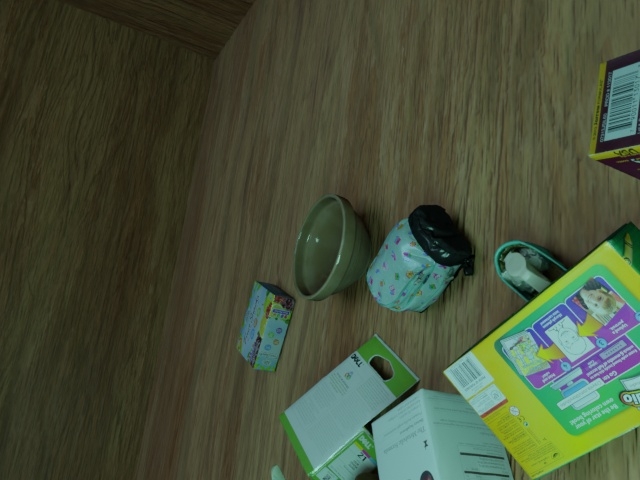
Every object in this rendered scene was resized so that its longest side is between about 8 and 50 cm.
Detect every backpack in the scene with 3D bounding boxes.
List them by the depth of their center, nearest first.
[{"bbox_3d":[0.165,0.041,1.040,0.182,0.115,0.152,-61,31,34],"label":"backpack"}]

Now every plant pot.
[{"bbox_3d":[0.037,0.024,1.322,0.237,0.110,0.237,-40,42,50],"label":"plant pot"}]

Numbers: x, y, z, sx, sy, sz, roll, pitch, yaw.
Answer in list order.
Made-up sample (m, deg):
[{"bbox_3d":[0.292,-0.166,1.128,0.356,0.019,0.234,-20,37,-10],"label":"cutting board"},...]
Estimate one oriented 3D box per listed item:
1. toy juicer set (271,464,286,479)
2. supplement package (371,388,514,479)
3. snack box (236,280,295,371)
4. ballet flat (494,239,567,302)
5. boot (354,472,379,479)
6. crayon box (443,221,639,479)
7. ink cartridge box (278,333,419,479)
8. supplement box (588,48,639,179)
[{"bbox_3d":[-0.018,0.590,1.089,0.089,0.209,0.329,-26,25,12],"label":"toy juicer set"},{"bbox_3d":[0.175,0.351,0.821,0.139,0.134,0.244,-51,34,41],"label":"supplement package"},{"bbox_3d":[-0.155,0.233,1.654,0.174,0.070,0.207,25,98,65],"label":"snack box"},{"bbox_3d":[0.302,0.071,0.768,0.083,0.087,0.247,-67,26,17],"label":"ballet flat"},{"bbox_3d":[0.095,0.540,0.930,0.283,0.109,0.220,40,121,51],"label":"boot"},{"bbox_3d":[0.290,0.133,0.672,0.165,0.081,0.278,51,131,15],"label":"crayon box"},{"bbox_3d":[0.068,0.326,1.128,0.255,0.097,0.189,-39,27,-5],"label":"ink cartridge box"},{"bbox_3d":[0.371,-0.111,0.603,0.081,0.188,0.104,-5,72,63],"label":"supplement box"}]
